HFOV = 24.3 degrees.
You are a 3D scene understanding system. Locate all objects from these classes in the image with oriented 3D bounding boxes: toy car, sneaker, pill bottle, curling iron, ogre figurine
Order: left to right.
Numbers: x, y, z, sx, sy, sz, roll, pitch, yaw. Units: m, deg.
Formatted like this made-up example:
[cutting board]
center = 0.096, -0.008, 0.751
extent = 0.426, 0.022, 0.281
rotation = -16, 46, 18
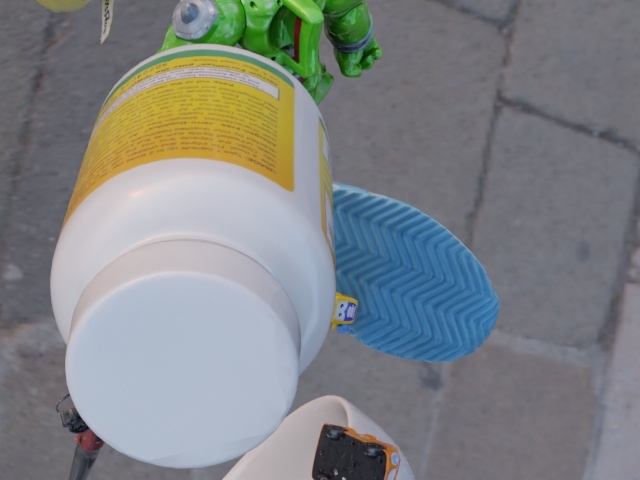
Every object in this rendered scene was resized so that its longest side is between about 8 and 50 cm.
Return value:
[curling iron]
center = -0.281, 0.235, 1.740
extent = 0.068, 0.274, 0.035
rotation = -16, 65, -22
[pill bottle]
center = -0.052, 0.002, 0.641
extent = 0.118, 0.208, 0.117
rotation = 0, 118, -1
[ogre figurine]
center = -0.033, -0.124, 0.936
extent = 0.197, 0.118, 0.096
rotation = -6, 54, -20
[sneaker]
center = 0.000, 0.000, 0.889
extent = 0.229, 0.092, 0.087
rotation = 24, 97, 1
[toy car]
center = 0.026, 0.085, 0.812
extent = 0.041, 0.060, 0.122
rotation = 9, 78, -41

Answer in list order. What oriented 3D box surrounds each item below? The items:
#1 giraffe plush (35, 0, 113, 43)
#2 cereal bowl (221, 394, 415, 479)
[giraffe plush]
center = -0.268, -0.287, 1.337
extent = 0.170, 0.181, 0.210
rotation = 15, 46, -29
[cereal bowl]
center = -0.029, 0.303, 1.249
extent = 0.141, 0.339, 0.339
rotation = 37, 73, -12
